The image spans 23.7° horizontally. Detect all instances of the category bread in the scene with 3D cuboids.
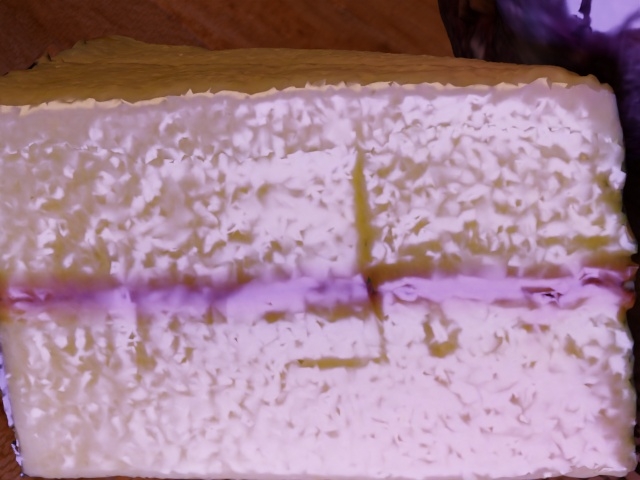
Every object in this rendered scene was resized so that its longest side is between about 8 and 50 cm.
[{"bbox_3d":[0.003,0.000,0.627,0.264,0.168,0.163,0,16,16],"label":"bread"}]

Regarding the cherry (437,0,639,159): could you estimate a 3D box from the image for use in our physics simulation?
[{"bbox_3d":[0.126,-0.130,0.578,0.195,0.195,0.195,-26,42,26],"label":"cherry"}]
